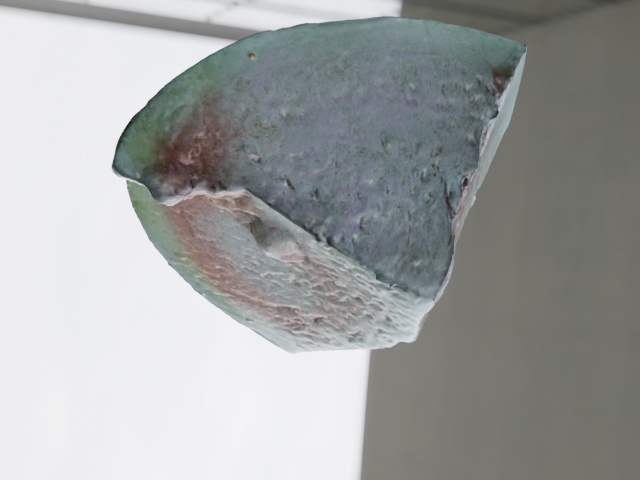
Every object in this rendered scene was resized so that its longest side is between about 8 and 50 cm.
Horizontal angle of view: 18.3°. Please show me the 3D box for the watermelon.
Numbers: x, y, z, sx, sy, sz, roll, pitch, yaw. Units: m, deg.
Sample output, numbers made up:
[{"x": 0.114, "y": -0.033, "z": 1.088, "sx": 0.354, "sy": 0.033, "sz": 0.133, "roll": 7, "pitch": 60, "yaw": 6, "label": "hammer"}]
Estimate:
[{"x": 0.000, "y": 0.000, "z": 1.372, "sx": 0.214, "sy": 0.320, "sz": 0.289, "roll": 55, "pitch": -37, "yaw": 35, "label": "watermelon"}]
